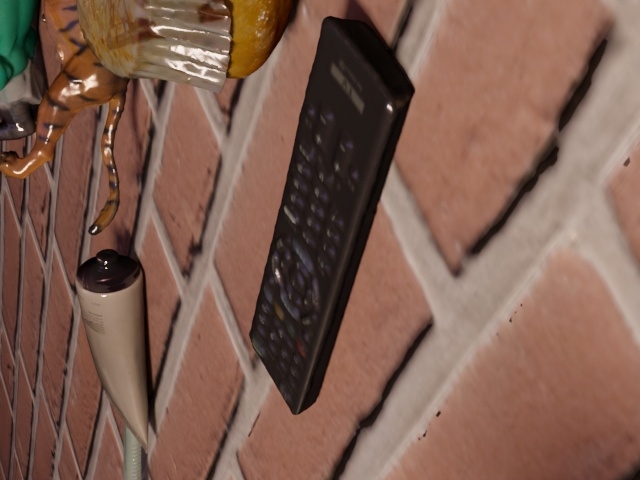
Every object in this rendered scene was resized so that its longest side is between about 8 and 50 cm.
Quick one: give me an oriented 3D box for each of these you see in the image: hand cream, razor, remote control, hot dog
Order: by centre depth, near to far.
[{"bbox_3d":[-0.073,-0.203,0.592,0.163,0.082,0.270,-1,93,59],"label":"hot dog"},{"bbox_3d":[0.000,0.000,0.593,0.063,0.025,0.245,62,153,31],"label":"remote control"},{"bbox_3d":[-0.171,0.087,1.022,0.087,0.054,0.186,43,143,43],"label":"hand cream"},{"bbox_3d":[-0.172,0.248,1.128,0.084,0.036,0.211,39,137,54],"label":"razor"}]

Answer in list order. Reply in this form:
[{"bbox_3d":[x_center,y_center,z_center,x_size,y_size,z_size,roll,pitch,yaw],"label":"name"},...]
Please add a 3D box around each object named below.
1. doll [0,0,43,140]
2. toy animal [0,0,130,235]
[{"bbox_3d":[-0.334,-0.217,1.108,0.195,0.153,0.258,-50,-45,-83],"label":"doll"},{"bbox_3d":[-0.168,-0.133,0.864,0.116,0.114,0.255,-4,106,25],"label":"toy animal"}]
